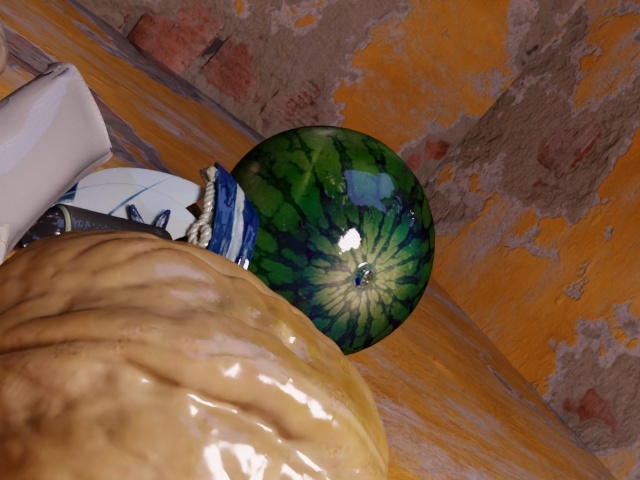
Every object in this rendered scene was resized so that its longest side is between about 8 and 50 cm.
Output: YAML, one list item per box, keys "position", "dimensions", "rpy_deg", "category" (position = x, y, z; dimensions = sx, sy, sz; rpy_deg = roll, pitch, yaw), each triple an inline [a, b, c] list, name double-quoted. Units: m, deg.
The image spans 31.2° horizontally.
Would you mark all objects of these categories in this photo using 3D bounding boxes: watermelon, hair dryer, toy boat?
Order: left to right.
- position: [-0.232, 0.063, 1.254]
  dimensions: [0.196, 0.078, 0.248]
  rpy_deg: [15, 35, -44]
  category: "hair dryer"
- position: [-0.213, 0.001, 1.435]
  dimensions: [0.292, 0.070, 0.210]
  rpy_deg: [-4, 68, -22]
  category: "toy boat"
- position: [0.000, 0.000, 1.646]
  dimensions: [0.363, 0.363, 0.363]
  rpy_deg: [40, 9, -7]
  category: "watermelon"

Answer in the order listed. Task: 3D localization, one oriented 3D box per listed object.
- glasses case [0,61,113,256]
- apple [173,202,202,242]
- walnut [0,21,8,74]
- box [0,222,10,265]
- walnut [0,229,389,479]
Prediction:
- position: [-0.331, -0.071, 1.211]
  dimensions: [0.128, 0.083, 0.308]
  rpy_deg: [56, 35, -18]
  category: "glasses case"
- position: [-0.208, -0.011, 1.545]
  dimensions: [0.099, 0.114, 0.102]
  rpy_deg: [2, 18, -18]
  category: "apple"
- position: [-0.450, -0.210, 1.214]
  dimensions: [0.224, 0.224, 0.224]
  rpy_deg: [40, 9, -7]
  category: "walnut"
- position: [-0.332, 0.024, 0.965]
  dimensions: [0.122, 0.032, 0.220]
  rpy_deg: [11, 19, -15]
  category: "box"
- position: [-0.109, 0.140, 0.751]
  dimensions: [0.313, 0.277, 0.252]
  rpy_deg: [31, -18, -31]
  category: "walnut"
